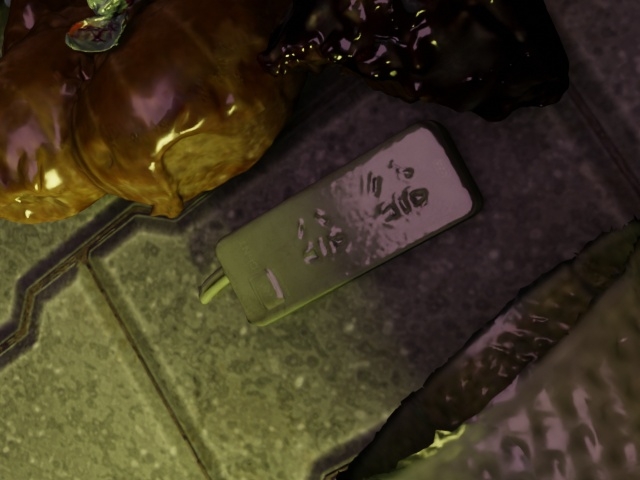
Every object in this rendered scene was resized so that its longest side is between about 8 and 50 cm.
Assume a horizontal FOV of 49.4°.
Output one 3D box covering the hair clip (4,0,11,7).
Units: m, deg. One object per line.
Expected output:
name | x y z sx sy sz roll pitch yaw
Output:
hair clip | -0.307 -0.320 0.714 0.056 0.062 0.214 5 96 32

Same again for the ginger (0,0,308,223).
ginger | -0.155 -0.156 0.625 0.357 0.152 0.274 -8 63 18

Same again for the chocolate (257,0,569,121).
chocolate | 0.047 -0.150 0.495 0.177 0.224 0.206 -30 81 17

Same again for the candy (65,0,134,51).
candy | -0.161 -0.223 0.544 0.045 0.043 0.175 -1 65 13

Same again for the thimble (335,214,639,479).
thimble | 0.156 0.129 0.465 0.150 0.271 0.271 48 109 9

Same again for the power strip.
power strip | 0.000 0.000 0.627 0.288 0.053 0.093 -30 84 21
